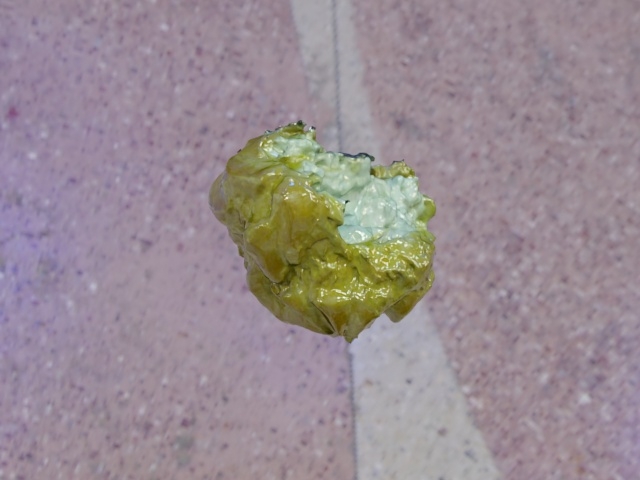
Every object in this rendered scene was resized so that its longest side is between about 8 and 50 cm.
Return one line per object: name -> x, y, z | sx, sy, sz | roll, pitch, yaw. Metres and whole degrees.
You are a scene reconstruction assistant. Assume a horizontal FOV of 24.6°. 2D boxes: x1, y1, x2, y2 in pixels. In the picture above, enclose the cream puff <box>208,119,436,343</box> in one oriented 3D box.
cream puff -> 0.000, 0.001, 0.953 | 0.156, 0.121, 0.156 | 33, 31, -24
